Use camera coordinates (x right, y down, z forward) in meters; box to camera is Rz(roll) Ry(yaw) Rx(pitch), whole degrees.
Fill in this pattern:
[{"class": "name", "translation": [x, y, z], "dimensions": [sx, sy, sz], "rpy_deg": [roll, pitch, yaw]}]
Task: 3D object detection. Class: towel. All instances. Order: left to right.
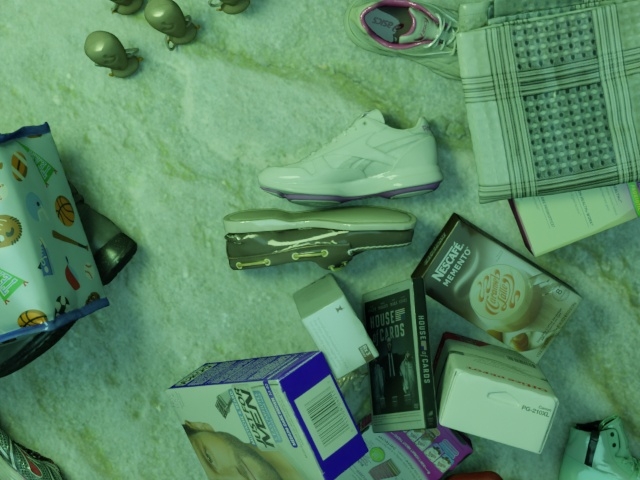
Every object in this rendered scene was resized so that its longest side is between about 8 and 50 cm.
[{"class": "towel", "translation": [0.376, -0.236, 1.728], "dimensions": [0.312, 0.056, 0.324], "rpy_deg": [-8, 95, 4]}]

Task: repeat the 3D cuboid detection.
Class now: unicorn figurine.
[{"class": "unicorn figurine", "translation": [0.010, 0.270, 1.941], "dimensions": [0.162, 0.060, 0.111], "rpy_deg": [9, 101, 0]}]

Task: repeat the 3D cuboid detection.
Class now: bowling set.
[{"class": "bowling set", "translation": [-0.265, -0.408, 1.807], "dimensions": [0.287, 0.154, 0.200], "rpy_deg": [-22, 80, 7]}]

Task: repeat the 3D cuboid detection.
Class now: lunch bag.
[{"class": "lunch bag", "translation": [-0.583, 0.026, 1.754], "dimensions": [0.385, 0.239, 0.328], "rpy_deg": [-16, 92, 19]}]

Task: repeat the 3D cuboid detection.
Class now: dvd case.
[{"class": "dvd case", "translation": [0.127, 0.192, 1.835], "dimensions": [0.029, 0.179, 0.239], "rpy_deg": [0, 79, -25]}]

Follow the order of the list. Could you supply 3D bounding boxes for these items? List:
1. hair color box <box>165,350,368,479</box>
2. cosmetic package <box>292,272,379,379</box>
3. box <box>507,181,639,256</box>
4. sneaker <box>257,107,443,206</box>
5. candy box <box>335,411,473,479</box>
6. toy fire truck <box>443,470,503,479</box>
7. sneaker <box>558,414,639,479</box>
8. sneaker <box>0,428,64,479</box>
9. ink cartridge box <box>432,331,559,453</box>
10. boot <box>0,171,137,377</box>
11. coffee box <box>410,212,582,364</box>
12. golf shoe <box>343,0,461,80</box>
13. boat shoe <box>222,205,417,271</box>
[{"class": "hair color box", "translation": [-0.095, 0.291, 1.822], "dimensions": [0.110, 0.339, 0.185], "rpy_deg": [-31, 100, -36]}, {"class": "cosmetic package", "translation": [0.020, 0.136, 1.829], "dimensions": [0.085, 0.231, 0.117], "rpy_deg": [-30, 98, 1]}, {"class": "box", "translation": [0.418, -0.122, 1.832], "dimensions": [0.243, 0.117, 0.213], "rpy_deg": [-22, 98, 6]}, {"class": "sneaker", "translation": [0.046, -0.136, 1.859], "dimensions": [0.305, 0.114, 0.152], "rpy_deg": [-6, 86, -2]}, {"class": "candy box", "translation": [0.127, 0.375, 1.951], "dimensions": [0.233, 0.071, 0.159], "rpy_deg": [-42, 96, 7]}, {"class": "toy fire truck", "translation": [0.253, 0.555, 1.946], "dimensions": [0.254, 0.169, 0.302], "rpy_deg": [-12, 99, 22]}, {"class": "sneaker", "translation": [0.545, 0.382, 1.930], "dimensions": [0.256, 0.094, 0.151], "rpy_deg": [5, 97, -1]}, {"class": "sneaker", "translation": [-0.526, 0.402, 1.965], "dimensions": [0.112, 0.121, 0.299], "rpy_deg": [-34, 88, -28]}, {"class": "ink cartridge box", "translation": [0.279, 0.245, 1.839], "dimensions": [0.172, 0.237, 0.100], "rpy_deg": [16, 100, -1]}, {"class": "boot", "translation": [-0.493, 0.050, 1.906], "dimensions": [0.223, 0.118, 0.338], "rpy_deg": [42, 92, 1]}, {"class": "coffee box", "translation": [0.292, 0.079, 1.880], "dimensions": [0.246, 0.098, 0.141], "rpy_deg": [31, 99, -4]}, {"class": "golf shoe", "translation": [0.187, -0.322, 1.793], "dimensions": [0.306, 0.140, 0.115], "rpy_deg": [10, 99, -2]}, {"class": "boat shoe", "translation": [0.000, 0.000, 1.870], "dimensions": [0.324, 0.116, 0.097], "rpy_deg": [-1, 105, 6]}]
